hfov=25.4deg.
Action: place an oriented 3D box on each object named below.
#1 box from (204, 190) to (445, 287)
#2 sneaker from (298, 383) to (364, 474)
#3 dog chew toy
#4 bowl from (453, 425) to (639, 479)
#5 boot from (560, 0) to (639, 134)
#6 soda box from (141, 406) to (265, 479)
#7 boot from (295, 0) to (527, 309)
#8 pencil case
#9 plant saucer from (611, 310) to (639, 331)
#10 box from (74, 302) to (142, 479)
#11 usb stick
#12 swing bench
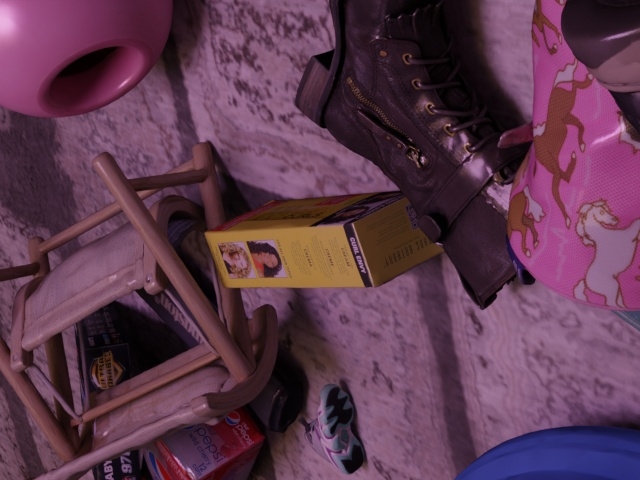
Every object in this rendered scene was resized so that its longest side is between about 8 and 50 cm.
[{"bbox_3d":[0.000,0.000,1.187,0.232,0.087,0.058,-3,110,57],"label":"box"},{"bbox_3d":[0.001,0.175,1.359,0.069,0.038,0.098,17,126,48],"label":"sneaker"},{"bbox_3d":[-0.270,-0.275,1.270,0.332,0.207,0.206,60,149,18],"label":"dog chew toy"},{"bbox_3d":[0.226,0.323,1.026,0.391,0.077,0.391,18,122,32],"label":"bowl"},{"bbox_3d":[0.327,-0.055,0.610,0.377,0.138,0.284,-17,123,27],"label":"boot"},{"bbox_3d":[-0.130,0.235,1.502,0.083,0.092,0.263,53,159,14],"label":"soda box"},{"bbox_3d":[0.101,-0.089,0.991,0.229,0.091,0.263,47,149,14],"label":"boot"},{"bbox_3d":[0.177,-0.150,0.755,0.167,0.160,0.386,7,125,16],"label":"pencil case"},{"bbox_3d":[0.217,0.035,0.916,0.192,0.018,0.067,36,135,12],"label":"plant saucer"},{"bbox_3d":[-0.239,0.174,1.581,0.220,0.051,0.175,-140,45,-73],"label":"box"},{"bbox_3d":[-0.116,0.088,1.456,0.278,0.045,0.077,43,144,29],"label":"usb stick"},{"bbox_3d":[-0.192,0.076,1.329,0.253,0.165,0.254,-26,83,31],"label":"swing bench"}]
